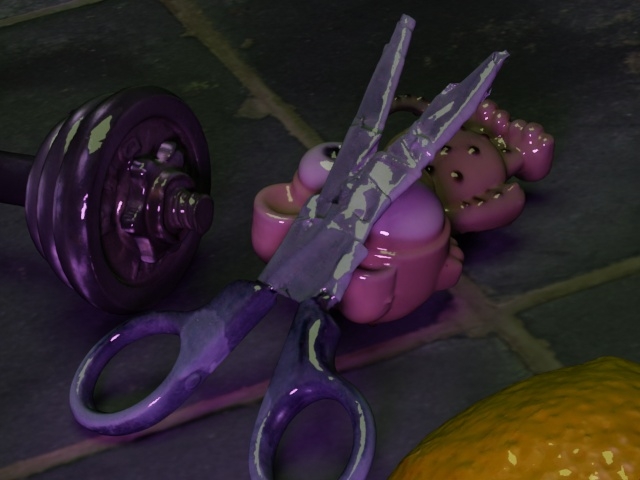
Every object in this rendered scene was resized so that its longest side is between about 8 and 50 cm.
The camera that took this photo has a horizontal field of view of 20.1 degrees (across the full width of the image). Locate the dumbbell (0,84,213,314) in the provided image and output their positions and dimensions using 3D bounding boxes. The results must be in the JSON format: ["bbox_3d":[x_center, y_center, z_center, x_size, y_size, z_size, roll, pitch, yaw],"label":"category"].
[{"bbox_3d":[-0.261,-0.051,1.422,0.406,0.179,0.179,11,35,27],"label":"dumbbell"}]

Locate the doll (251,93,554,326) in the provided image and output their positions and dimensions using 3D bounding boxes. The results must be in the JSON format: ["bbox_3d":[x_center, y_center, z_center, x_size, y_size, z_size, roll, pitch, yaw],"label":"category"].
[{"bbox_3d":[0.067,-0.034,1.378,0.154,0.119,0.278,24,39,22],"label":"doll"}]

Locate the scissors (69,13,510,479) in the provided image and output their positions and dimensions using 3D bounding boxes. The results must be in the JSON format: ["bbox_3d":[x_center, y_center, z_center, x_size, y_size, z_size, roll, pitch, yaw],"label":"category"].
[{"bbox_3d":[0.000,0.000,1.248,0.256,0.029,0.383,16,68,37],"label":"scissors"}]

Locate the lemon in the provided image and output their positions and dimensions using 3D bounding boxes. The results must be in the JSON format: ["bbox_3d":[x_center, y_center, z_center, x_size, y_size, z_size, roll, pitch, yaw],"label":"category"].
[{"bbox_3d":[0.130,0.179,0.885,0.233,0.233,0.288,18,36,37],"label":"lemon"}]
